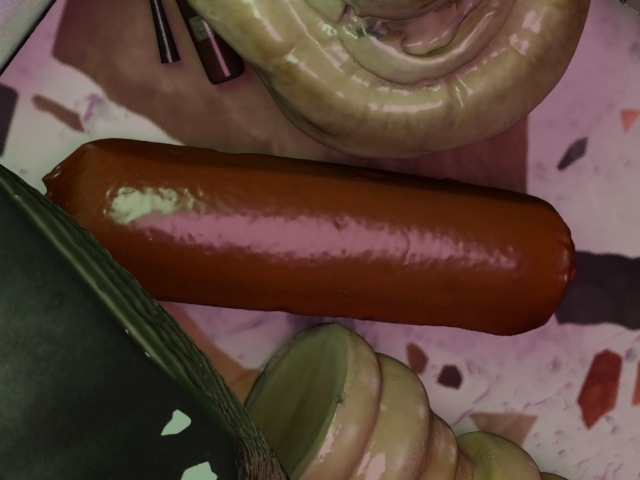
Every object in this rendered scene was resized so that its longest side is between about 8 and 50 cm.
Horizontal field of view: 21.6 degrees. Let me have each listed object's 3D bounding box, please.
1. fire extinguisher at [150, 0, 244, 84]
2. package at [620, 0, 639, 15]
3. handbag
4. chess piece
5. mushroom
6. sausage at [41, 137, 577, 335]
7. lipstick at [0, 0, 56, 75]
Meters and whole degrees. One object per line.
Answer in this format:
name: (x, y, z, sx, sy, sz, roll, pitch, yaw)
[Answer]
fire extinguisher: (-0.086, -0.143, 1.045, 0.046, 0.032, 0.100, -17, 104, 25)
package: (0.335, -0.188, 1.082, 0.204, 0.062, 0.251, 37, 76, 8)
handbag: (-0.161, 0.133, 0.910, 0.247, 0.240, 0.341, -46, 62, -5)
chess piece: (0.078, 0.166, 1.080, 0.261, 0.143, 0.142, 28, 91, -22)
mushroom: (0.041, -0.173, 0.958, 0.260, 0.234, 0.254, 6, 93, -13)
sausage: (0.000, -0.001, 1.047, 0.348, 0.094, 0.097, 6, 93, -13)
lipstick: (-0.141, -0.226, 0.990, 0.076, 0.077, 0.289, 37, 90, -16)
